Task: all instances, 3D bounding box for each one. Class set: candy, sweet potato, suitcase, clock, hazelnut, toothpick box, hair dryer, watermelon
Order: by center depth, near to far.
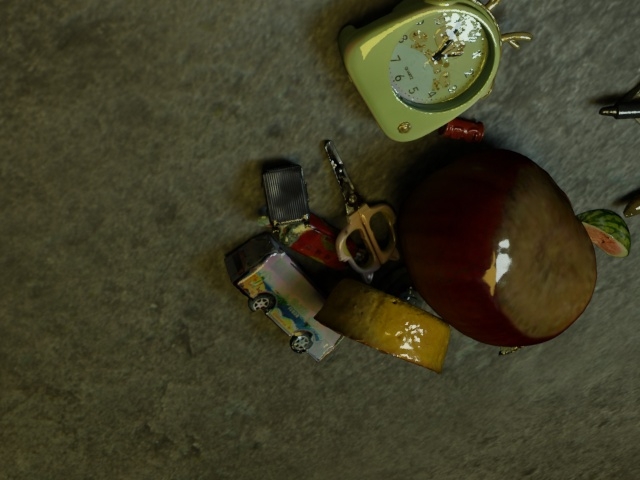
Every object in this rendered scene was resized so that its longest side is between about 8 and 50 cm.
[{"bbox_3d":[0.204,-0.325,1.371,0.308,0.096,0.235,-27,127,11],"label":"clock"},{"bbox_3d":[-0.065,-0.082,1.506,0.086,0.059,0.126,-10,95,-4],"label":"suitcase"},{"bbox_3d":[0.267,-0.211,1.506,0.083,0.047,0.047,8,126,-17],"label":"toothpick box"},{"bbox_3d":[0.656,-0.266,1.511,0.248,0.070,0.114,-1,130,0],"label":"hair dryer"},{"bbox_3d":[0.335,0.013,1.534,0.359,0.359,0.409,-33,131,15],"label":"hazelnut"},{"bbox_3d":[-0.001,0.000,1.615,0.292,0.059,0.086,27,118,-28],"label":"candy"},{"bbox_3d":[0.763,-0.116,1.673,0.274,0.067,0.067,-26,129,5],"label":"sweet potato"},{"bbox_3d":[0.639,-0.023,1.737,0.163,0.087,0.069,37,77,-35],"label":"watermelon"}]

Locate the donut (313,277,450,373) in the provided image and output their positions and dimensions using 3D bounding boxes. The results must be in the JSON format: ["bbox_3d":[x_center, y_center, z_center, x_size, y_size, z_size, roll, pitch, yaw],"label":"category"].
[{"bbox_3d":[0.132,0.163,1.579,0.278,0.277,0.108,24,88,-27],"label":"donut"}]

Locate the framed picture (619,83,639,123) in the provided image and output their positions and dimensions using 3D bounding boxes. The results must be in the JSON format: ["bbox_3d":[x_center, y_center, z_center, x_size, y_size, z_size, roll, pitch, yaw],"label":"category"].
[{"bbox_3d":[0.780,-0.319,1.539,0.247,0.022,0.335,31,117,-31],"label":"framed picture"}]

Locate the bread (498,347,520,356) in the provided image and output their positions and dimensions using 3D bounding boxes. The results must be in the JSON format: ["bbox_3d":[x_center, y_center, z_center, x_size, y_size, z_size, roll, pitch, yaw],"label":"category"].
[{"bbox_3d":[0.457,0.198,1.800,0.140,0.160,0.169,-32,127,14],"label":"bread"}]

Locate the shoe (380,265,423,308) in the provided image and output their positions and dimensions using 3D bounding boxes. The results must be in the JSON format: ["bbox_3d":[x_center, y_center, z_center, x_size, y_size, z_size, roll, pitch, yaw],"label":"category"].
[{"bbox_3d":[0.173,0.154,1.734,0.099,0.125,0.227,24,122,-24],"label":"shoe"}]

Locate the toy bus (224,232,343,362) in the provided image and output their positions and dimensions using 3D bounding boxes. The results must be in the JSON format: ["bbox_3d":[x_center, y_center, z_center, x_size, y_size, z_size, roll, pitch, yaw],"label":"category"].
[{"bbox_3d":[-0.062,0.123,1.678,0.138,0.112,0.317,-38,128,7],"label":"toy bus"}]

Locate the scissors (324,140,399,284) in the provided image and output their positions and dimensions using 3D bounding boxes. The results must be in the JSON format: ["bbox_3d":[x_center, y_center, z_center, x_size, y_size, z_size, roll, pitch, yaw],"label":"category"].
[{"bbox_3d":[0.071,-0.060,1.573,0.160,0.024,0.317,-37,122,-20],"label":"scissors"}]
